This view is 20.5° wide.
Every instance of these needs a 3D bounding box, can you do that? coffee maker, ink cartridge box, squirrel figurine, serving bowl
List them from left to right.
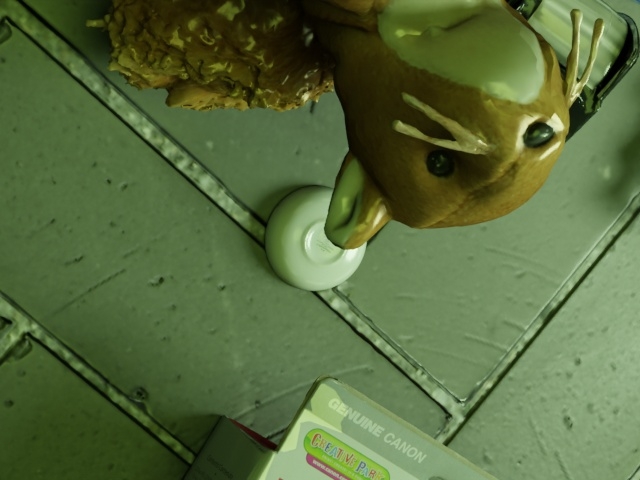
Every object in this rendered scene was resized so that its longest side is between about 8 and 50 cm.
[{"bbox_3d":[0.000,0.000,1.377,0.083,0.027,0.083,-3,98,-19],"label":"serving bowl"},{"bbox_3d":[0.020,-0.189,1.184,0.281,0.397,0.370,-32,109,-30],"label":"squirrel figurine"},{"bbox_3d":[0.029,0.277,1.375,0.309,0.130,0.272,34,85,-21],"label":"ink cartridge box"},{"bbox_3d":[0.127,-0.151,1.349,0.178,0.120,0.171,34,87,-20],"label":"coffee maker"}]

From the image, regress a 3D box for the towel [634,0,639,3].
[{"bbox_3d":[0.271,-0.342,1.323,0.243,0.040,0.336,26,123,-21],"label":"towel"}]
